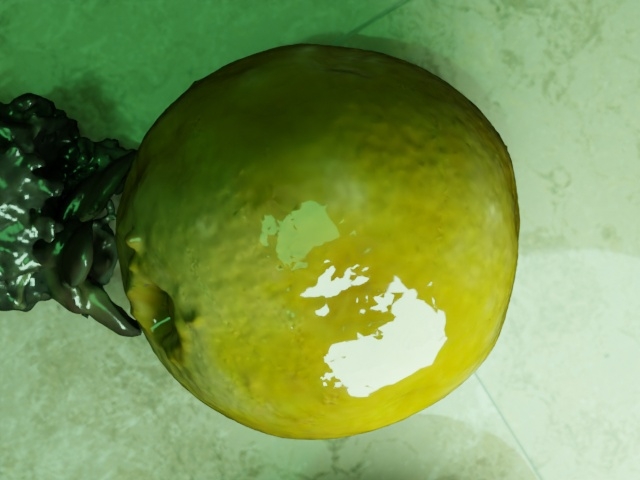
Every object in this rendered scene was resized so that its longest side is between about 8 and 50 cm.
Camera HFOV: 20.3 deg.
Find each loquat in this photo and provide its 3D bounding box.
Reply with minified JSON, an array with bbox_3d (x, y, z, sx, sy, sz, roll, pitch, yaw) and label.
[{"bbox_3d":[0.000,0.000,1.427,0.328,0.328,0.328,1,98,6],"label":"loquat"}]

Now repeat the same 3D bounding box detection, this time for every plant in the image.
[{"bbox_3d":[-0.263,-0.026,1.512,0.234,0.178,0.204,7,98,11],"label":"plant"}]
